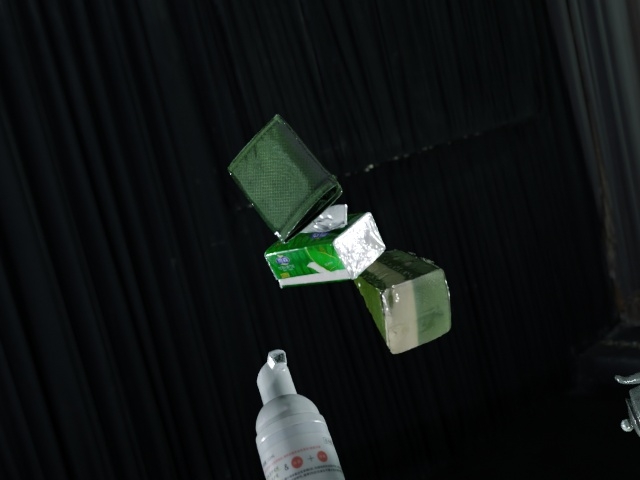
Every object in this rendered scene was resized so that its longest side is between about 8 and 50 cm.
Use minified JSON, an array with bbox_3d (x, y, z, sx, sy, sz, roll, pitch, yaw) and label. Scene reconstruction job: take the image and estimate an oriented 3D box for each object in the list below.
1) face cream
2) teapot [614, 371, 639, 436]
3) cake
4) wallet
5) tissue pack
[{"bbox_3d":[-0.049,0.396,1.482,0.146,0.369,0.145,-14,144,-10],"label":"face cream"},{"bbox_3d":[0.681,0.359,1.525,0.149,0.239,0.162,-26,-168,17],"label":"teapot"},{"bbox_3d":[0.178,0.134,1.750,0.158,0.172,0.283,-19,-165,-11],"label":"cake"},{"bbox_3d":[-0.074,-0.121,1.479,0.160,0.236,0.055,-44,144,8],"label":"wallet"},{"bbox_3d":[-0.002,0.000,1.631,0.209,0.156,0.148,-8,-155,42],"label":"tissue pack"}]
